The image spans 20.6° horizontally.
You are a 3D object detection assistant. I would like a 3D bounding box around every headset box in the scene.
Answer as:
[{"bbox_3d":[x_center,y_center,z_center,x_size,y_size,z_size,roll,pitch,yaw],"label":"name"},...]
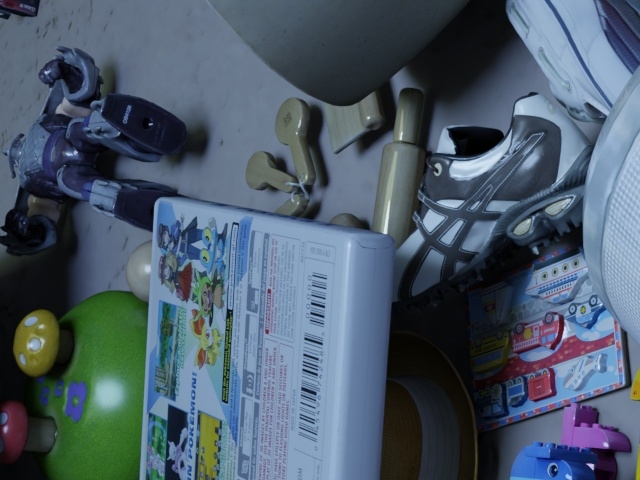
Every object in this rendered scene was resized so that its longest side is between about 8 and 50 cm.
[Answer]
[{"bbox_3d":[-0.302,-0.257,1.704,0.032,0.062,0.083,9,88,54],"label":"headset box"}]

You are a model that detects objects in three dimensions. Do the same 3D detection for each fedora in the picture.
[{"bbox_3d":[0.020,0.147,1.128,0.194,0.079,0.194,-20,66,52],"label":"fedora"}]

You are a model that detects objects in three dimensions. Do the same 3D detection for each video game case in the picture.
[{"bbox_3d":[-0.046,0.145,1.130,0.300,0.036,0.329,12,100,62],"label":"video game case"}]

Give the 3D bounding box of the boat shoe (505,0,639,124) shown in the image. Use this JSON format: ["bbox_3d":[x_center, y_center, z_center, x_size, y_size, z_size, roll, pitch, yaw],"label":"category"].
[{"bbox_3d":[0.171,-0.105,1.026,0.226,0.083,0.076,-108,31,-48],"label":"boat shoe"}]

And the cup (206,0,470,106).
[{"bbox_3d":[0.031,-0.284,1.093,0.237,0.331,0.331,-30,54,21],"label":"cup"}]

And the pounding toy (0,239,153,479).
[{"bbox_3d":[-0.197,0.111,1.409,0.237,0.110,0.183,-37,52,42],"label":"pounding toy"}]

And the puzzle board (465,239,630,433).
[{"bbox_3d":[0.133,0.057,1.068,0.128,0.011,0.096,-26,60,46],"label":"puzzle board"}]

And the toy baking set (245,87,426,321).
[{"bbox_3d":[0.004,-0.002,1.249,0.196,0.030,0.256,-10,72,55],"label":"toy baking set"}]

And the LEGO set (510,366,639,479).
[{"bbox_3d":[0.179,0.109,0.928,0.227,0.087,0.093,-3,77,52],"label":"LEGO set"}]

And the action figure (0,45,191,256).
[{"bbox_3d":[-0.208,-0.073,1.496,0.285,0.099,0.185,7,90,57],"label":"action figure"}]

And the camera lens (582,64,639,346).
[{"bbox_3d":[0.258,0.018,0.737,0.219,0.219,0.274,-60,39,21],"label":"camera lens"}]

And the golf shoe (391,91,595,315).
[{"bbox_3d":[0.089,-0.022,1.075,0.198,0.077,0.094,-32,90,35],"label":"golf shoe"}]
